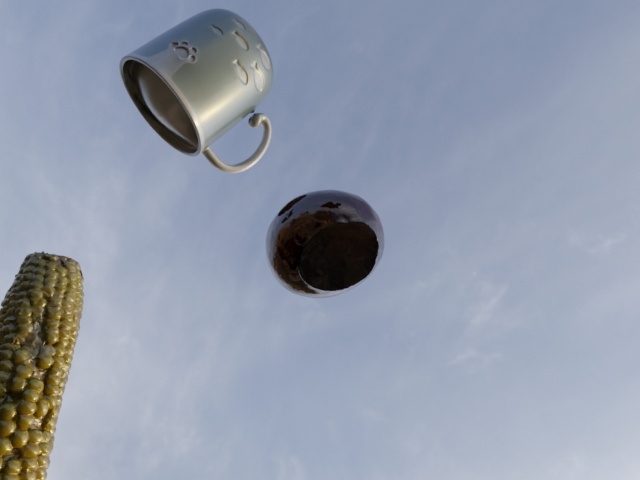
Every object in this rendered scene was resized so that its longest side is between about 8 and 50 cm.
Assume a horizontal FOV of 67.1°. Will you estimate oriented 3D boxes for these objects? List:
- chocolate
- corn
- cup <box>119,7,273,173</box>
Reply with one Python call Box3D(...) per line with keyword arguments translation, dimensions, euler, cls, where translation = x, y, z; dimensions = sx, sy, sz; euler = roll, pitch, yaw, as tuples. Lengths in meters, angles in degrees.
Box3D(translation=(0.000, 0.000, 0.681), dimensions=(0.177, 0.176, 0.176), euler=(7, -58, 12), cls="chocolate")
Box3D(translation=(-0.309, 0.162, 0.488), dimensions=(0.097, 0.319, 0.097), euler=(0, -29, 0), cls="corn")
Box3D(translation=(-0.244, -0.342, 1.148), dimensions=(0.259, 0.274, 0.356), euler=(2, -46, 57), cls="cup")
